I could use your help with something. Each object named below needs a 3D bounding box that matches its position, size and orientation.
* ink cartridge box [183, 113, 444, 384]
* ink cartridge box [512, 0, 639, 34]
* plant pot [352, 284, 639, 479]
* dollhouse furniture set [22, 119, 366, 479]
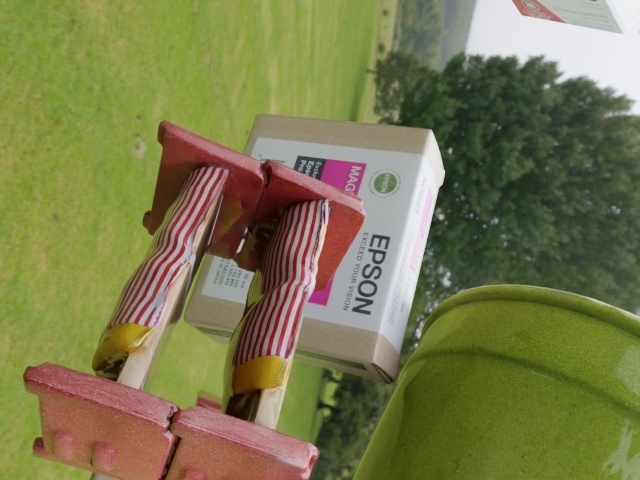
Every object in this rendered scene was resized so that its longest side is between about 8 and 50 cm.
[{"bbox_3d":[0.000,0.000,0.649,0.088,0.193,0.234,55,47,-60],"label":"ink cartridge box"},{"bbox_3d":[0.253,-0.333,0.711,0.218,0.158,0.092,35,91,-42],"label":"ink cartridge box"},{"bbox_3d":[0.152,0.289,0.555,0.353,0.367,0.366,-45,155,-30],"label":"plant pot"},{"bbox_3d":[-0.106,0.125,0.515,0.374,0.152,0.201,116,-9,-48],"label":"dollhouse furniture set"}]
